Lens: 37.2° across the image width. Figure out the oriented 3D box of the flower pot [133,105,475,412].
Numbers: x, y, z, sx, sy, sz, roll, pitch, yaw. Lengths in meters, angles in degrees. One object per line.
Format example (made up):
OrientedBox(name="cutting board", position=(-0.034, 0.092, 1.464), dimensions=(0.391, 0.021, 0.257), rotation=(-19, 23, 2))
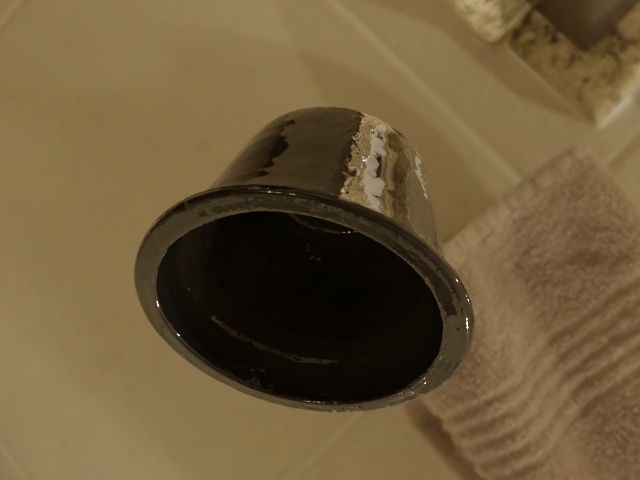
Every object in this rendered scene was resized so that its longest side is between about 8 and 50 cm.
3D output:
OrientedBox(name="flower pot", position=(0.000, 0.000, 0.688), dimensions=(0.235, 0.235, 0.148), rotation=(118, -10, -49))
